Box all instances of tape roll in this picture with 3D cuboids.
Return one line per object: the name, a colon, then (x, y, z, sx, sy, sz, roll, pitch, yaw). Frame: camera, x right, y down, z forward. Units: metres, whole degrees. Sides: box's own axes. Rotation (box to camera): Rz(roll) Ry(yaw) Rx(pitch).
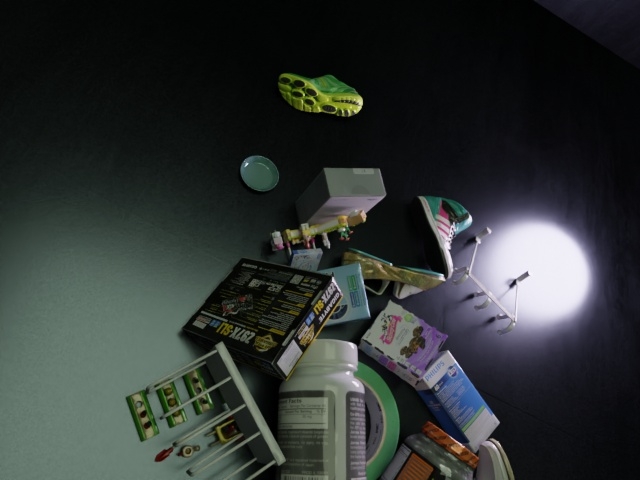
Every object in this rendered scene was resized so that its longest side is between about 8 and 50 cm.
tape roll: (0.051, 0.477, 1.281, 0.321, 0.077, 0.321, 9, 67, -21)

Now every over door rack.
over door rack: (0.575, 0.139, 1.653, 0.239, 0.108, 0.324, 46, 44, -2)

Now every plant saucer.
plant saucer: (-0.187, -0.199, 1.478, 0.119, 0.021, 0.119, 10, 66, -22)

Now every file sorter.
file sorter: (-0.237, 0.398, 1.058, 0.173, 0.193, 0.277, -26, 80, -28)

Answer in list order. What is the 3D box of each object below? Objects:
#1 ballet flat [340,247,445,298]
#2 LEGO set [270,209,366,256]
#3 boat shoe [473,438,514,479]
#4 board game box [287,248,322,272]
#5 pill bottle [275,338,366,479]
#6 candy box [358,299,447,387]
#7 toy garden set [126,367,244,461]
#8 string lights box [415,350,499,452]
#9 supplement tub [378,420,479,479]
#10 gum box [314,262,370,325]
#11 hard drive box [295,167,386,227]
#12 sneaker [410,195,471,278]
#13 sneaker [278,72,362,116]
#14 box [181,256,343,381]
ballet flat: (0.217, 0.117, 1.493, 0.349, 0.123, 0.123, 16, 64, -19)
LEGO set: (0.000, 0.000, 1.419, 0.287, 0.132, 0.107, -14, 81, -6)
boat shoe: (0.462, 0.706, 1.334, 0.103, 0.113, 0.302, -3, 84, -12)
board game box: (-0.047, 0.064, 1.397, 0.090, 0.090, 0.020, -3, 42, -26)
pill bottle: (0.002, 0.421, 1.117, 0.204, 0.204, 0.360, 11, 66, -21)
candy box: (0.235, 0.293, 1.405, 0.196, 0.070, 0.165, 32, 57, 17)
toy garden set: (-0.303, 0.415, 1.158, 0.244, 0.049, 0.203, -18, 78, -29)
string lights box: (0.394, 0.473, 1.439, 0.133, 0.077, 0.259, -32, 85, -31)
supplement tub: (0.239, 0.621, 1.192, 0.194, 0.193, 0.316, 39, 79, -6)
gum box: (0.035, 0.157, 1.372, 0.185, 0.041, 0.156, -11, 73, 6)
hard drive box: (0.053, -0.120, 1.432, 0.181, 0.232, 0.089, -3, 71, -26)
sneaker: (0.429, -0.021, 1.636, 0.179, 0.124, 0.295, -9, 72, -17)
sneaker: (-0.004, -0.499, 1.651, 0.296, 0.109, 0.123, 11, 43, -19)
box: (-0.144, 0.173, 1.187, 0.257, 0.322, 0.079, -55, 134, -30)
